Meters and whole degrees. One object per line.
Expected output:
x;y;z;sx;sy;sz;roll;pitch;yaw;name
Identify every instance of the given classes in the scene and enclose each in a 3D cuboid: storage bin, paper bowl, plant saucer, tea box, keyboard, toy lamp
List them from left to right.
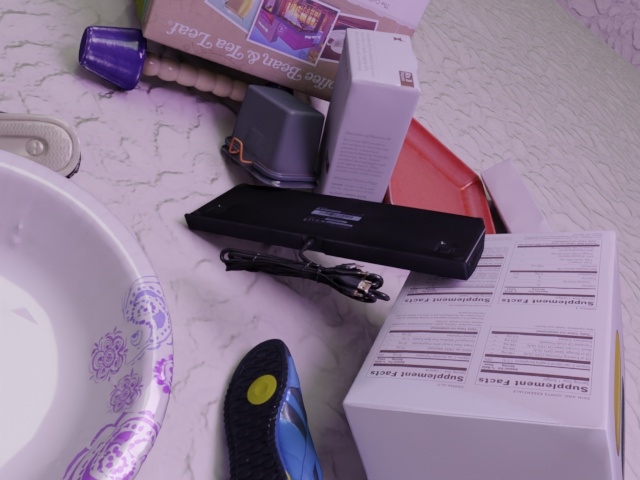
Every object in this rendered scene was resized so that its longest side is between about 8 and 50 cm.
-0.250;0.086;0.398;0.284;0.148;0.284;16;53;-22;paper bowl
-0.169;-0.213;0.812;0.274;0.080;0.080;9;48;-31;toy lamp
-0.068;-0.369;0.862;0.329;0.220;0.323;13;29;-28;tea box
-0.060;-0.134;0.774;0.098;0.091;0.135;-3;29;-38;storage bin
0.000;0.000;0.643;0.317;0.033;0.201;10;27;24;keyboard
0.164;-0.063;0.911;0.259;0.047;0.258;33;38;-30;plant saucer

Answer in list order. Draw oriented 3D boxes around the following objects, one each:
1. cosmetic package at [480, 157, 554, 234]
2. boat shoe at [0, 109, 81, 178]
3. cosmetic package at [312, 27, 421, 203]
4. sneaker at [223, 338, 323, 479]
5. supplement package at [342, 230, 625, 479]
0.334;-0.009;0.990;0.099;0.060;0.239;46;22;-52;cosmetic package
-0.347;-0.093;0.579;0.233;0.079;0.084;8;91;-19;boat shoe
0.048;-0.127;0.766;0.085;0.231;0.117;6;46;-7;cosmetic package
-0.038;0.186;0.560;0.082;0.069;0.209;53;17;-38;sneaker
0.177;0.143;0.589;0.263;0.198;0.199;-53;133;-50;supplement package
